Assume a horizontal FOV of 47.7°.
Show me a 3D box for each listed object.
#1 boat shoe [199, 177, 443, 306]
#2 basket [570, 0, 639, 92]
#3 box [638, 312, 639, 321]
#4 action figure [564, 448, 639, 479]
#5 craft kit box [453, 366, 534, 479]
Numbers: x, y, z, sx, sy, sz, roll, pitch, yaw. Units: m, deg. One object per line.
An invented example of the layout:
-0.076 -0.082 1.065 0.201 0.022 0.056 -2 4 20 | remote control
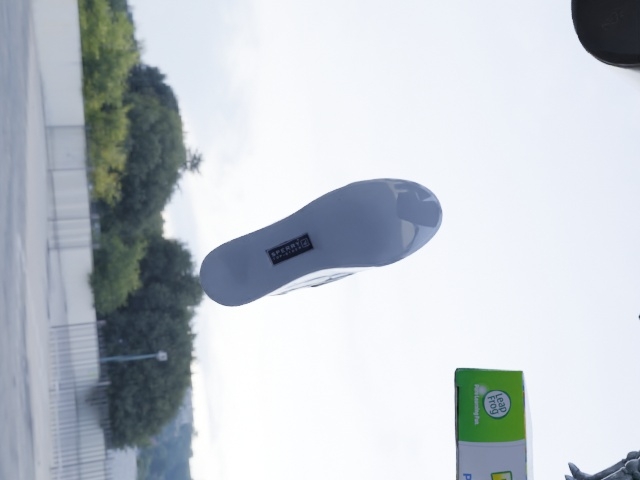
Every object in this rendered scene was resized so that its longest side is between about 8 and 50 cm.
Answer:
0.000 0.000 0.766 0.084 0.258 0.095 8 67 -85 | boat shoe
0.261 -0.114 0.385 0.154 0.227 0.204 -15 -118 60 | basket
0.695 0.049 0.983 0.212 0.293 0.395 53 -46 0 | box
0.378 0.225 0.764 0.063 0.232 0.137 66 20 8 | action figure
0.145 0.251 0.578 0.250 0.061 0.246 53 40 -61 | craft kit box
